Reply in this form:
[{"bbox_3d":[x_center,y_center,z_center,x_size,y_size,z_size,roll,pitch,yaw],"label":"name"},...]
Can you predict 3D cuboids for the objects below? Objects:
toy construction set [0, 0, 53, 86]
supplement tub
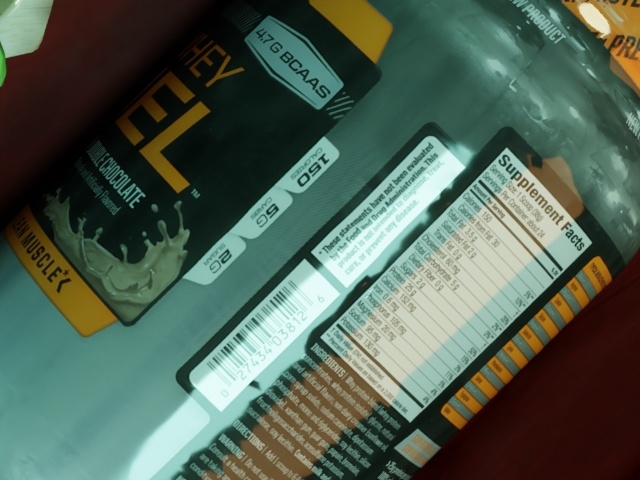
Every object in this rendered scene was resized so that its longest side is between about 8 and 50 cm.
[{"bbox_3d":[-0.149,-0.138,0.346,0.257,0.237,0.309,-49,156,10],"label":"toy construction set"},{"bbox_3d":[0.000,0.000,0.851,0.338,0.207,0.207,-45,156,0],"label":"supplement tub"}]
